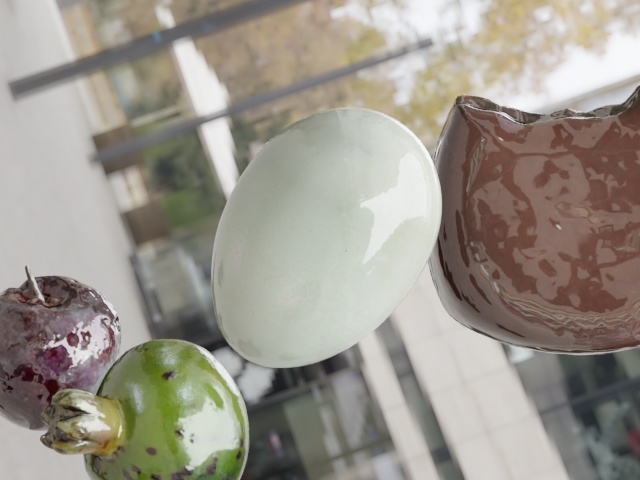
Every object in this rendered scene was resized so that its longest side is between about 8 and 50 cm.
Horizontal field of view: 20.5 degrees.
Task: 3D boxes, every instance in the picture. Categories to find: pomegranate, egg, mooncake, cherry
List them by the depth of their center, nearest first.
[{"bbox_3d":[0.000,0.000,1.301,0.151,0.209,0.151,34,11,-7],"label":"egg"},{"bbox_3d":[0.259,-0.030,1.866,0.334,0.326,0.174,52,-2,2],"label":"mooncake"},{"bbox_3d":[-0.187,0.204,1.888,0.202,0.248,0.202,-13,-107,49],"label":"pomegranate"},{"bbox_3d":[-0.337,0.137,2.163,0.195,0.195,0.195,161,-90,-86],"label":"cherry"}]
